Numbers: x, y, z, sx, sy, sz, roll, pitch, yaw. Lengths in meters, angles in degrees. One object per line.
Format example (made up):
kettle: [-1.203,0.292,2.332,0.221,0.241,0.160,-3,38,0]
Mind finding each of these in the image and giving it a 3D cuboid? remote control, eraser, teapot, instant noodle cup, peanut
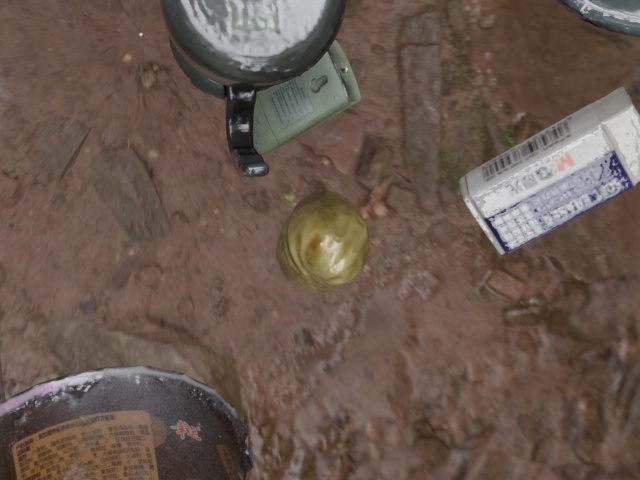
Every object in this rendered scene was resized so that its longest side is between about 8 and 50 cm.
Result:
remote control: [-0.037,-0.205,1.584,0.038,0.233,0.098,-22,88,-42]
eraser: [0.356,-0.100,1.598,0.279,0.081,0.124,-30,114,17]
teapot: [-0.080,-0.254,1.373,0.223,0.285,0.305,-31,93,-12]
instant noodle cup: [-0.129,0.226,0.705,0.217,0.207,0.217,-11,132,-12]
peanut: [0.000,0.000,1.638,0.147,0.319,0.148,-1,100,-3]

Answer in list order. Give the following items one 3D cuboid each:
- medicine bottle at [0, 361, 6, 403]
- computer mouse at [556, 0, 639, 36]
medicine bottle: [-0.501,0.226,1.410,0.178,0.178,0.291,-9,82,-8]
computer mouse: [0.231,-0.232,0.439,0.374,0.114,0.203,-40,113,-4]
